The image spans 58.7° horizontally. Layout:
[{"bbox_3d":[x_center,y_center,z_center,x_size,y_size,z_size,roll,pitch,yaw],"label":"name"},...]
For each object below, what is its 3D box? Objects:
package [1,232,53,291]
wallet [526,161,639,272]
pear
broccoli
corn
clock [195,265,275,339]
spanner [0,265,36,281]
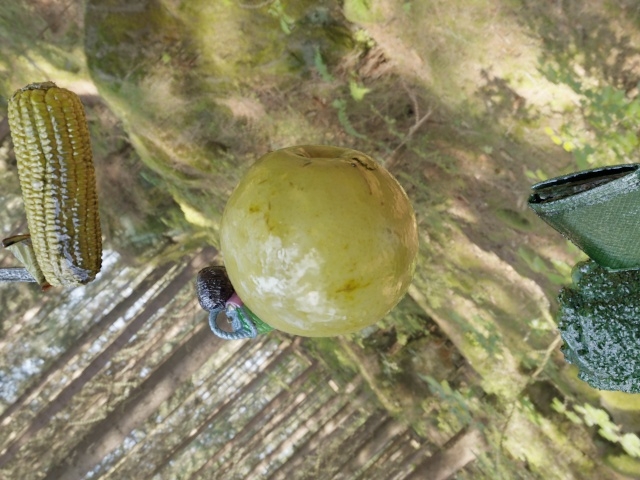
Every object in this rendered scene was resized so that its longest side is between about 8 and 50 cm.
[{"bbox_3d":[-0.461,0.024,0.976,0.121,0.031,0.108,42,-139,15],"label":"package"},{"bbox_3d":[0.419,-0.027,0.788,0.236,0.055,0.160,29,155,-30],"label":"wallet"},{"bbox_3d":[0.000,0.000,0.967,0.348,0.348,0.348,47,-177,-3],"label":"pear"},{"bbox_3d":[0.538,0.133,1.028,0.265,0.294,0.245,7,-158,-9],"label":"broccoli"},{"bbox_3d":[-0.253,-0.050,0.554,0.072,0.072,0.203,-125,32,-71],"label":"corn"},{"bbox_3d":[-0.181,0.134,1.310,0.100,0.196,0.194,111,147,-54],"label":"clock"},{"bbox_3d":[-0.602,0.066,1.066,0.026,0.326,0.093,-70,-22,-68],"label":"spanner"}]
